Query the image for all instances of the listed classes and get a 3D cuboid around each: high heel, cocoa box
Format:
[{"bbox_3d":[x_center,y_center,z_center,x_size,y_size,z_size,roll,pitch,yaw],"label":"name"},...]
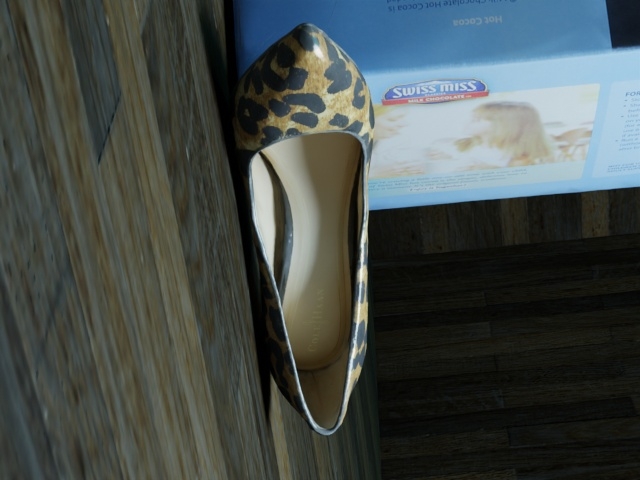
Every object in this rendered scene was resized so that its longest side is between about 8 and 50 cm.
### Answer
[{"bbox_3d":[0.000,0.000,0.873,0.261,0.093,0.186,96,-15,-62],"label":"high heel"},{"bbox_3d":[0.117,-0.171,1.026,0.231,0.347,0.228,77,9,-68],"label":"cocoa box"}]
